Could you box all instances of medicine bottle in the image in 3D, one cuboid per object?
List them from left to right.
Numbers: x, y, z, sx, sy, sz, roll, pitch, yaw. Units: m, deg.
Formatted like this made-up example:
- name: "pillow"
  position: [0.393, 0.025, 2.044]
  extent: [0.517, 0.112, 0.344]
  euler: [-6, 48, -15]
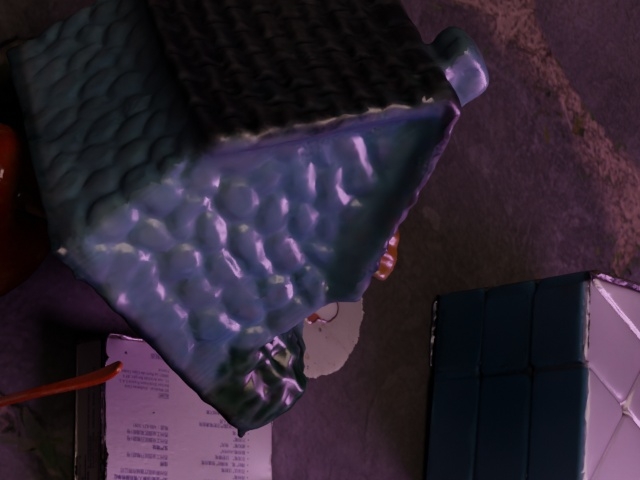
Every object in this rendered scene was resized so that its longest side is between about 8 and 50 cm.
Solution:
- name: "medicine bottle"
  position: [-0.130, 0.177, 1.734]
  extent: [0.201, 0.052, 0.171]
  euler: [8, 75, -41]

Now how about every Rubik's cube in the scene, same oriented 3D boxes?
- name: "Rubik's cube"
  position: [0.263, 0.170, 1.970]
  extent: [0.221, 0.225, 0.231]
  euler: [16, 72, -38]

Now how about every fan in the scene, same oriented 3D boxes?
- name: "fan"
  position: [0.001, 0.000, 1.887]
  extent: [0.190, 0.009, 0.329]
  euler: [49, 45, -14]

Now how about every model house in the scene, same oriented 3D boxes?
- name: "model house"
  position: [-0.032, -0.097, 1.579]
  extent: [0.297, 0.339, 0.360]
  euler: [48, 11, -34]

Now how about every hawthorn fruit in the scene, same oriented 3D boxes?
- name: "hawthorn fruit"
  position: [-0.270, -0.030, 1.548]
  extent: [0.163, 0.203, 0.162]
  euler: [14, 70, -42]

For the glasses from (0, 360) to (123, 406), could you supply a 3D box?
- name: "glasses"
  position: [-0.227, 0.221, 1.501]
  extent: [0.234, 0.268, 0.118]
  euler: [56, 32, -15]
